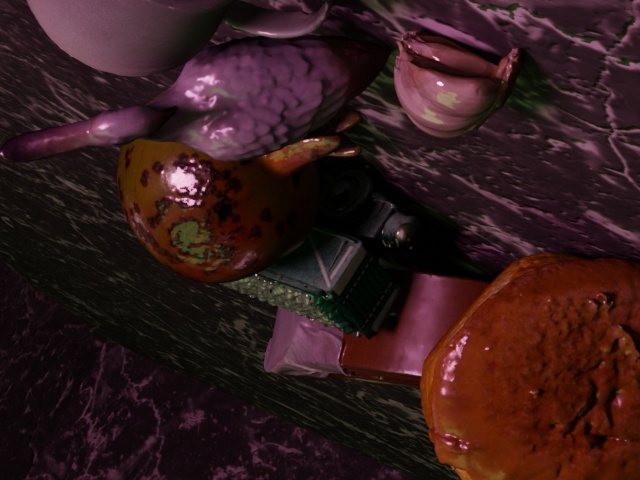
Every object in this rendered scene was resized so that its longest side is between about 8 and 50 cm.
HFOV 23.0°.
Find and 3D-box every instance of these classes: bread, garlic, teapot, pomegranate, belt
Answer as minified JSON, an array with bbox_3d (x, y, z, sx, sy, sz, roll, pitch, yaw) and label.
[{"bbox_3d":[0.216,0.133,1.410,0.268,0.268,0.146,33,-179,-15],"label":"bread"},{"bbox_3d":[0.093,-0.112,1.144,0.094,0.074,0.113,18,-179,8],"label":"garlic"},{"bbox_3d":[-0.099,-0.206,1.071,0.239,0.162,0.149,28,156,-21],"label":"teapot"},{"bbox_3d":[-0.067,-0.063,1.466,0.246,0.198,0.198,-14,153,12],"label":"pomegranate"},{"bbox_3d":[0.085,0.102,1.691,0.217,0.122,0.339,14,171,-41],"label":"belt"}]

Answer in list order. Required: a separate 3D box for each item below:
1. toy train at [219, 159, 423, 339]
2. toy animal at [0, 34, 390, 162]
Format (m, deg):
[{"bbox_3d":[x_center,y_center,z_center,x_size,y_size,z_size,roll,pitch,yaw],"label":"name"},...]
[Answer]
[{"bbox_3d":[-0.016,-0.004,1.596,0.269,0.154,0.115,18,165,39],"label":"toy train"},{"bbox_3d":[-0.070,-0.104,1.192,0.195,0.090,0.324,-14,-172,27],"label":"toy animal"}]
